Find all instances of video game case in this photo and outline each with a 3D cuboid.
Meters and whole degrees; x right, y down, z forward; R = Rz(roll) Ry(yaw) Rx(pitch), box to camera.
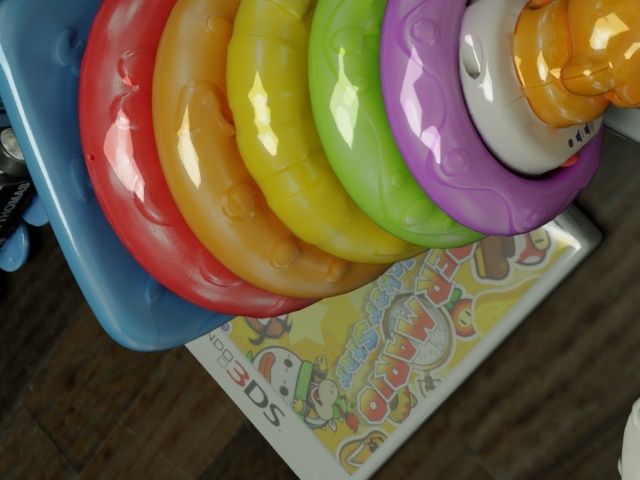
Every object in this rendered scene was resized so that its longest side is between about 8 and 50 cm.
[{"bbox_3d":[0.000,0.000,0.676,0.206,0.026,0.227,47,125,13],"label":"video game case"}]

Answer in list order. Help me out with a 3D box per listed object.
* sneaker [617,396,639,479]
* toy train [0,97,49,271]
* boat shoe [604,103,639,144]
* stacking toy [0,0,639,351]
[{"bbox_3d":[0.178,0.072,0.542,0.095,0.090,0.235,37,122,31],"label":"sneaker"},{"bbox_3d":[-0.227,-0.023,0.800,0.184,0.080,0.105,-47,68,38],"label":"toy train"},{"bbox_3d":[0.078,-0.120,0.562,0.226,0.083,0.076,51,154,12],"label":"boat shoe"},{"bbox_3d":[0.039,-0.056,0.471,0.302,0.175,0.165,-6,111,47],"label":"stacking toy"}]
